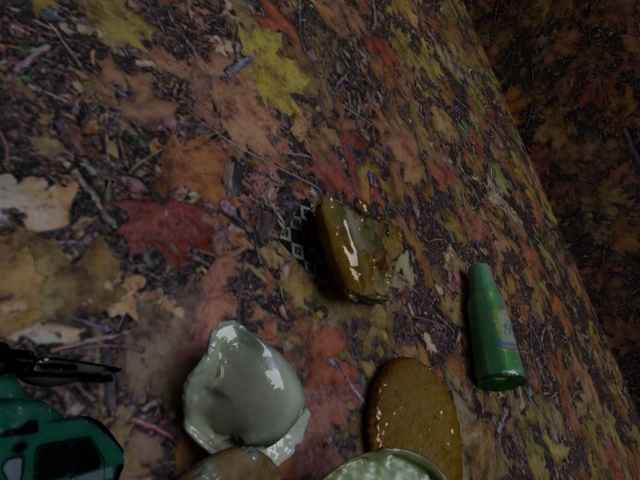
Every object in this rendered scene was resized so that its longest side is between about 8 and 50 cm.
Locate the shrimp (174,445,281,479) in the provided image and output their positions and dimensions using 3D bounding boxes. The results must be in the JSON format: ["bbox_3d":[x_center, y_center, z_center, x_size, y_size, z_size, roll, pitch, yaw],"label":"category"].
[{"bbox_3d":[-0.137,0.319,0.370,0.317,0.077,0.168,-44,124,-39],"label":"shrimp"}]

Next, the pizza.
[{"bbox_3d":[0.093,0.018,0.787,0.297,0.071,0.189,11,63,-61],"label":"pizza"}]

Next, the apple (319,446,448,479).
[{"bbox_3d":[0.037,0.387,0.447,0.254,0.179,0.346,50,54,-14],"label":"apple"}]

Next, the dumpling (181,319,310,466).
[{"bbox_3d":[-0.085,0.179,0.496,0.127,0.108,0.188,-39,116,-26],"label":"dumpling"}]

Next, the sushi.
[{"bbox_3d":[0.000,0.000,0.746,0.120,0.026,0.126,49,41,-19],"label":"sushi"}]

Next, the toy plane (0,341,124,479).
[{"bbox_3d":[-0.226,0.125,0.244,0.381,0.106,0.155,48,35,-65],"label":"toy plane"}]

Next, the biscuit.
[{"bbox_3d":[0.159,0.318,0.741,0.254,0.035,0.254,24,54,-38],"label":"biscuit"}]

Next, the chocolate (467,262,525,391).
[{"bbox_3d":[0.389,0.188,1.030,0.110,0.110,0.291,31,46,-35],"label":"chocolate"}]
